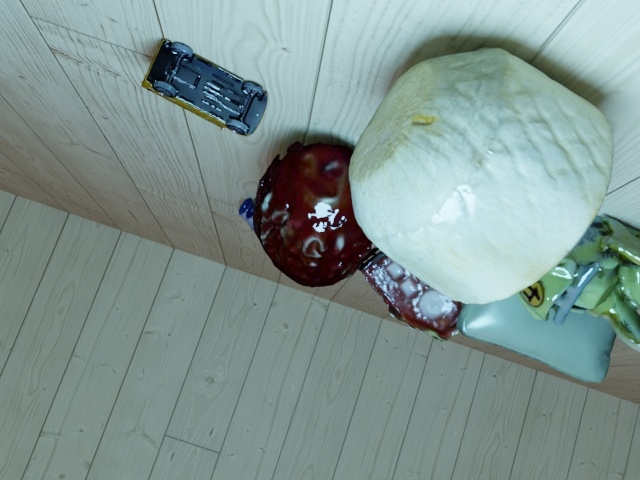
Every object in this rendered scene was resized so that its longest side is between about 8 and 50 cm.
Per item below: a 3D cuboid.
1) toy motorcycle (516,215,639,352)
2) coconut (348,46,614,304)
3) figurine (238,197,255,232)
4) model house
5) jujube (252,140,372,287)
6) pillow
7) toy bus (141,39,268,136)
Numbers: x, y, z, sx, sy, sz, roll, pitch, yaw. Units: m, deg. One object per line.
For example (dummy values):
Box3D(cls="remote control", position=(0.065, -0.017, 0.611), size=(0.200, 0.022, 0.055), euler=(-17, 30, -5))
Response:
Box3D(cls="toy motorcycle", position=(0.484, 0.061, 1.211), size=(0.411, 0.236, 0.168), euler=(15, 132, 0))
Box3D(cls="coconut", position=(0.204, -0.066, 0.881), size=(0.329, 0.328, 0.329), euler=(18, 168, 4))
Box3D(cls="figurine", position=(-0.108, -0.008, 1.956), size=(0.194, 0.133, 0.274), euler=(28, 171, 29))
Box3D(cls="model house", position=(0.207, 0.105, 1.493), size=(0.254, 0.160, 0.196), euler=(51, 177, -4))
Box3D(cls="jujube", position=(-0.010, -0.045, 1.373), size=(0.259, 0.258, 0.376), euler=(18, 169, 4))
Box3D(cls="pillow", position=(0.445, 0.116, 1.396), size=(0.323, 0.255, 0.120), euler=(20, 173, -10))
Box3D(cls="toy bus", position=(-0.188, -0.242, 1.162), size=(0.195, 0.083, 0.088), euler=(26, 169, -22))
